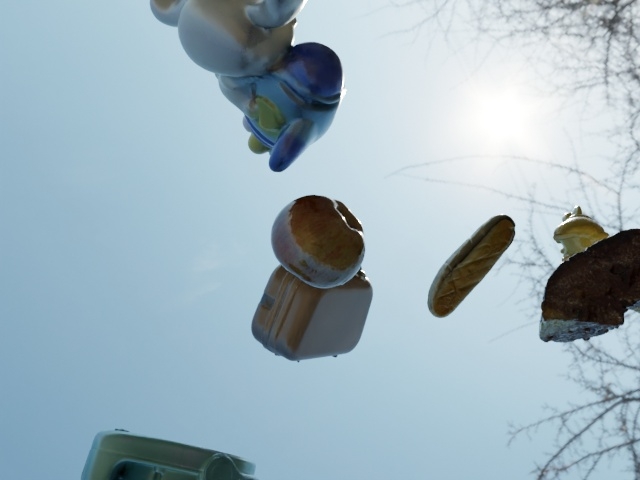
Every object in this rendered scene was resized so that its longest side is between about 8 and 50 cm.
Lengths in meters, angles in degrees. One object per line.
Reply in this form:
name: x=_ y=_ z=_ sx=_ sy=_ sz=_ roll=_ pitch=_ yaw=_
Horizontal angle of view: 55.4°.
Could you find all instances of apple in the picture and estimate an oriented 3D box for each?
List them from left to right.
apple: x=-0.002 y=-0.002 z=0.775 sx=0.126 sy=0.102 sz=0.126 roll=39 pitch=-161 yaw=-16

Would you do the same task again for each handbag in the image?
handbag: x=0.001 y=0.131 z=1.415 sx=0.149 sy=0.283 sz=0.302 roll=27 pitch=-168 yaw=35

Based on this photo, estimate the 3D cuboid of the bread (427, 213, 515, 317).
bread: x=0.254 y=0.040 z=1.055 sx=0.073 sy=0.214 sz=0.053 roll=39 pitch=-177 yaw=-25

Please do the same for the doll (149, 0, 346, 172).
doll: x=-0.078 y=-0.266 z=0.947 sx=0.365 sy=0.187 sz=0.376 roll=58 pitch=174 yaw=-36

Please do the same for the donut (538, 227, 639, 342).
donut: x=0.426 y=0.073 z=0.856 sx=0.295 sy=0.112 sz=0.151 roll=2 pitch=-125 yaw=-5

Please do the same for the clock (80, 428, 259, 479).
clock: x=-0.205 y=0.358 z=0.915 sx=0.274 sy=0.223 sz=0.094 roll=14 pitch=-113 yaw=-2

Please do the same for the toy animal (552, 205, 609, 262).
toy animal: x=0.450 y=-0.020 z=1.054 sx=0.070 sy=0.083 sz=0.159 roll=66 pitch=-154 yaw=-9
